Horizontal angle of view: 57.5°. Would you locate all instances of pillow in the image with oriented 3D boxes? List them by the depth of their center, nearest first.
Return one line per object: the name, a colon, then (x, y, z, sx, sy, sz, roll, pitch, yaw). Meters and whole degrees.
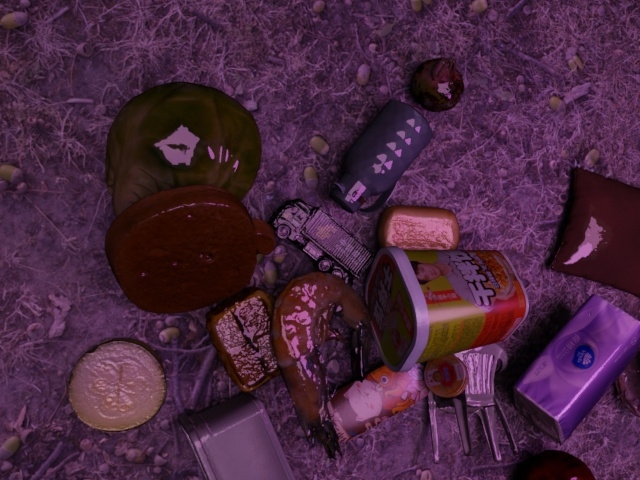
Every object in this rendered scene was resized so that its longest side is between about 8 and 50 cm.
pillow: (0.809, -0.023, 1.617, 0.305, 0.108, 0.308, 18, 84, -9)

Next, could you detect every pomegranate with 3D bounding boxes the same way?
pomegranate: (0.305, -0.399, 1.456, 0.125, 0.163, 0.138, -7, 71, -30)

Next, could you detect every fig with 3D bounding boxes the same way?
fig: (0.647, 0.666, 1.576, 0.204, 0.186, 0.249, -51, 146, 11)

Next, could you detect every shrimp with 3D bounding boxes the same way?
shrimp: (0.020, 0.292, 1.373, 0.271, 0.085, 0.446, -10, 92, -32)

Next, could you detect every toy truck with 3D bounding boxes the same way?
toy truck: (0.000, 0.000, 1.422, 0.259, 0.088, 0.121, 40, 84, -13)

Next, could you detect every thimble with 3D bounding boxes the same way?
thimble: (0.921, 0.371, 1.607, 0.148, 0.196, 0.229, -4, 93, -13)

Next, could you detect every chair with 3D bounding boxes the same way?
chair: (0.391, 0.412, 1.486, 0.203, 0.191, 0.275, 2, 62, -15)

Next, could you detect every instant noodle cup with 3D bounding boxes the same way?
instant noodle cup: (0.299, 0.146, 1.388, 0.307, 0.294, 0.294, -6, 93, -17)

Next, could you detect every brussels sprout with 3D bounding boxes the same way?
brussels sprout: (-0.306, -0.171, 1.247, 0.289, 0.281, 0.355, 21, 107, -43)

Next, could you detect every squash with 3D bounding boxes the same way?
squash: (-0.464, 0.335, 1.340, 0.219, 0.041, 0.220, -2, 97, -14)

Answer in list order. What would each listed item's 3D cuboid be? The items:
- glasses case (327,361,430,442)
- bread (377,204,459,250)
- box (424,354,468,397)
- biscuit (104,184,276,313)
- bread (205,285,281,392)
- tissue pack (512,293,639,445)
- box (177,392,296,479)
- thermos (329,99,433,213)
glasses case: (0.134, 0.391, 1.462, 0.320, 0.082, 0.122, -26, 87, -10)
bread: (0.243, -0.015, 1.476, 0.217, 0.098, 0.148, 7, 86, -14)
box: (0.307, 0.329, 1.422, 0.037, 0.105, 0.106, 29, 83, -54)
biscuit: (-0.265, 0.021, 1.233, 0.350, 0.394, 0.070, -14, 57, -19)
bread: (-0.161, 0.232, 1.384, 0.181, 0.096, 0.223, -25, 98, -10)
tissue pack: (0.661, 0.342, 1.511, 0.338, 0.160, 0.242, -46, 142, -9)
box: (-0.180, 0.516, 1.353, 0.182, 0.175, 0.312, -24, 97, -21)
thermos: (0.144, -0.187, 1.435, 0.287, 0.145, 0.182, -51, 135, -6)
